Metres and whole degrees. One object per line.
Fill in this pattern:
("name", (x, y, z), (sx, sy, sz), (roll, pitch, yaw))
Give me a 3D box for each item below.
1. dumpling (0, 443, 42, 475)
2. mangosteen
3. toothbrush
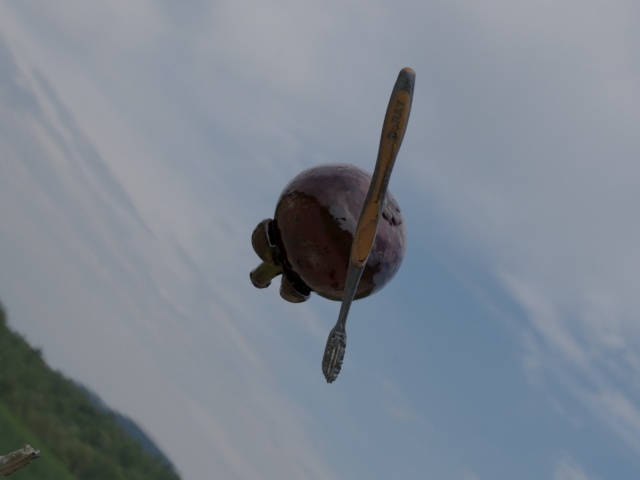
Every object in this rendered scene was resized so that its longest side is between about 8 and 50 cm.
("dumpling", (-0.587, 0.370, 1.911), (0.166, 0.332, 0.086), (139, -71, -78))
("mangosteen", (0.000, 0.000, 1.870), (0.215, 0.258, 0.215), (44, 33, -38))
("toothbrush", (0.044, -0.011, 1.201), (0.023, 0.321, 0.031), (11, 15, -10))
